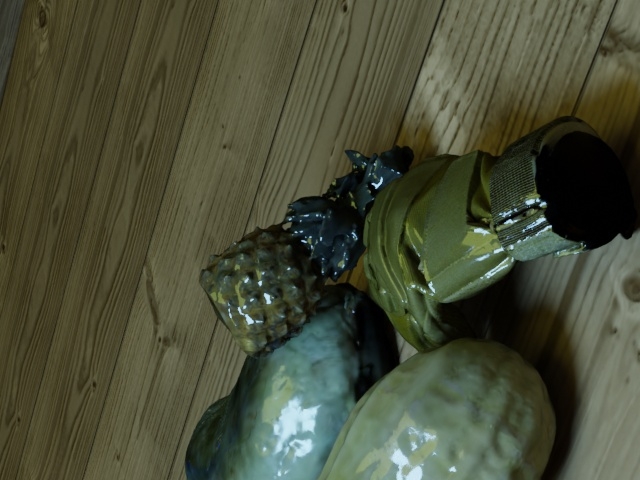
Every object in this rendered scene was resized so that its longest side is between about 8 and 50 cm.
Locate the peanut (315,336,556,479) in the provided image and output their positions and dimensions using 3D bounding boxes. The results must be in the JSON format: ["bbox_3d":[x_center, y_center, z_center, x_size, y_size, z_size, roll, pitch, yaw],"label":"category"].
[{"bbox_3d":[0.058,0.221,1.445,0.340,0.158,0.174,-53,36,10],"label":"peanut"}]

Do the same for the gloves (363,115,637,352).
[{"bbox_3d":[0.114,0.002,1.436,0.331,0.141,0.154,-33,51,55],"label":"gloves"}]

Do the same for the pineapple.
[{"bbox_3d":[0.000,0.000,1.624,0.119,0.237,0.111,51,177,24],"label":"pineapple"}]

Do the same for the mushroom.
[{"bbox_3d":[-0.048,0.182,1.761,0.344,0.130,0.247,-47,50,51],"label":"mushroom"}]
